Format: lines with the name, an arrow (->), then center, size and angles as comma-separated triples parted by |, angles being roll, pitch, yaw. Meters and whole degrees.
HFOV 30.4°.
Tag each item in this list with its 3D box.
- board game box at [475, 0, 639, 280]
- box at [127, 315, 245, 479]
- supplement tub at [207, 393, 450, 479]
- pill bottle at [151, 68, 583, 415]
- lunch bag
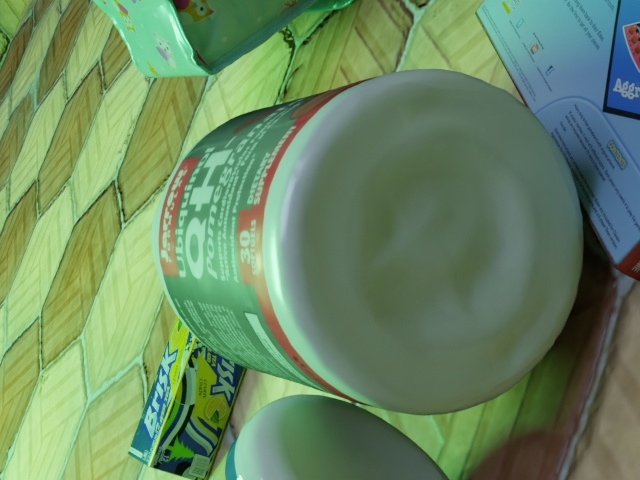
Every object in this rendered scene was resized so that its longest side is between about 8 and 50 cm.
board game box -> 0.173, -0.117, 0.666 | 0.145, 0.027, 0.281 | -54, 28, 28
box -> -0.100, 0.110, 0.977 | 0.059, 0.054, 0.168 | 3, 72, 63
supplement tub -> -0.023, 0.200, 0.649 | 0.199, 0.144, 0.144 | -57, 27, 22
pill bottle -> 0.000, 0.000, 0.722 | 0.318, 0.176, 0.176 | 0, 70, 67
lunch bag -> -0.067, -0.269, 1.098 | 0.262, 0.160, 0.223 | -37, 19, -16
